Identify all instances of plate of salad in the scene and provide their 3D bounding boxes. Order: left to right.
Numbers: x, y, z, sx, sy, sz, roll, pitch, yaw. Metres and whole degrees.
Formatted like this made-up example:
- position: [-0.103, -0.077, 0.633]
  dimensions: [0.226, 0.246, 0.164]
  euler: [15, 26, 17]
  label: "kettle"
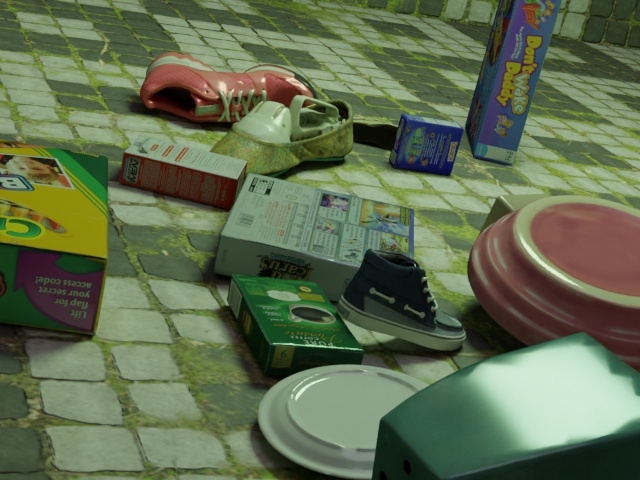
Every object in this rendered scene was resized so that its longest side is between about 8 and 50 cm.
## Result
- position: [0.038, 0.181, 1.208]
  dimensions: [0.199, 0.048, 0.200]
  euler: [2, 25, -1]
  label: "plate of salad"

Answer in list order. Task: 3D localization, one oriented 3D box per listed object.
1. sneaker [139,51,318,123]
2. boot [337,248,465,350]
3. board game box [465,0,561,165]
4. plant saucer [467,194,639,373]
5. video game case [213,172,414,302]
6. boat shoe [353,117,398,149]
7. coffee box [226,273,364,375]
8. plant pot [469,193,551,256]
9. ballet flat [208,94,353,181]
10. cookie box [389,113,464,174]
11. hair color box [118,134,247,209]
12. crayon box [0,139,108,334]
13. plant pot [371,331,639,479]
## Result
- position: [-0.164, -0.236, 2.144]
  dimensions: [0.313, 0.116, 0.136]
  euler: [9, 30, 8]
  label: "sneaker"
- position: [0.112, 0.069, 1.444]
  dimensions: [0.190, 0.086, 0.069]
  euler: [15, 18, -39]
  label: "boot"
- position: [0.365, -0.343, 2.366]
  dimensions: [0.078, 0.347, 0.233]
  euler: [13, 21, -3]
  label: "board game box"
- position: [0.355, 0.042, 1.561]
  dimensions: [0.332, 0.084, 0.332]
  euler: [8, 33, -5]
  label: "plant saucer"
- position: [0.000, 0.000, 1.643]
  dimensions: [0.244, 0.061, 0.269]
  euler: [12, 20, 1]
  label: "video game case"
- position: [0.106, -0.199, 2.252]
  dimensions: [0.135, 0.050, 0.045]
  euler: [13, 25, 0]
  label: "boat shoe"
- position: [-0.032, 0.096, 1.398]
  dimensions: [0.113, 0.040, 0.184]
  euler: [6, 20, -22]
  label: "coffee box"
- position: [0.296, 0.006, 1.762]
  dimensions: [0.109, 0.109, 0.096]
  euler: [-3, 39, -37]
  label: "plant pot"
- position: [-0.058, -0.174, 1.996]
  dimensions: [0.123, 0.123, 0.348]
  euler: [25, 24, 29]
  label: "ballet flat"
- position: [0.184, -0.166, 2.156]
  dimensions: [0.107, 0.092, 0.040]
  euler: [8, 24, -16]
  label: "cookie box"
- position: [-0.198, -0.099, 1.800]
  dimensions: [0.167, 0.053, 0.093]
  euler: [15, 21, 1]
  label: "hair color box"
- position: [-0.424, -0.028, 1.392]
  dimensions: [0.362, 0.106, 0.313]
  euler: [8, 21, -13]
  label: "crayon box"
- position: [0.171, 0.204, 1.078]
  dimensions: [0.234, 0.166, 0.165]
  euler: [-7, 27, -27]
  label: "plant pot"
